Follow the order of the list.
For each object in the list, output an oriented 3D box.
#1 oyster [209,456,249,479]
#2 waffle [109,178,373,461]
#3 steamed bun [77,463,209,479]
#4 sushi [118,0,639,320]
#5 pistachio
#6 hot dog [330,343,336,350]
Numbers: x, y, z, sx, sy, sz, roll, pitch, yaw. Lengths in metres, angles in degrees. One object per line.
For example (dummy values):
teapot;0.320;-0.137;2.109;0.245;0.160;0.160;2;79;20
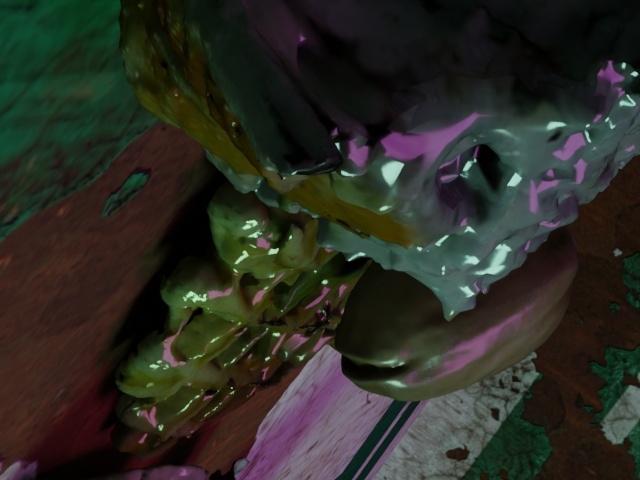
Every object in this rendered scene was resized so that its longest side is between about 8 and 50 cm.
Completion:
oyster;-0.126;0.267;1.120;0.252;0.087;0.199;-39;-154;61
waffle;0.000;0.000;0.856;0.317;0.073;0.297;-41;164;-42
steamed bun;-0.101;0.308;0.850;0.273;0.272;0.290;-49;153;0
sushi;0.042;-0.087;0.490;0.274;0.184;0.139;-45;164;-29
pistachio;0.078;0.025;0.827;0.185;0.126;0.108;-39;121;-46
hot dog;0.085;0.021;1.196;0.227;0.099;0.160;-43;166;-49
